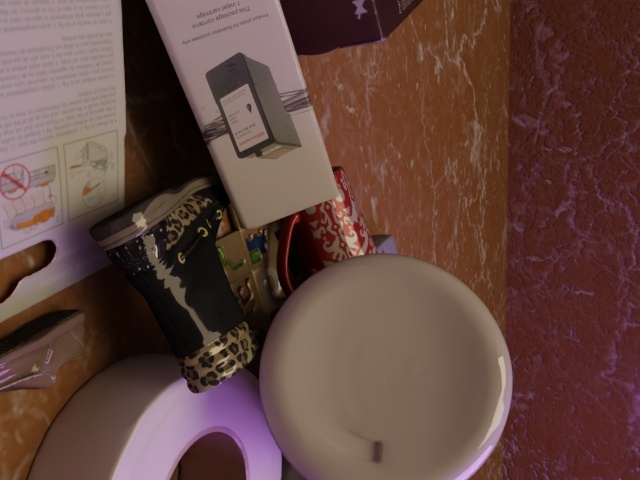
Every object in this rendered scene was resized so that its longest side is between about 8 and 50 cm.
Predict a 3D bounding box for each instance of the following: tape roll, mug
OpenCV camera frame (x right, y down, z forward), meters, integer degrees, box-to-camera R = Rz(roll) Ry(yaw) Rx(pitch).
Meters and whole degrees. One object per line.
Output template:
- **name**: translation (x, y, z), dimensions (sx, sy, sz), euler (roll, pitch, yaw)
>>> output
- **tape roll**: translation (-0.153, 0.261, 0.651), dimensions (0.286, 0.100, 0.286), euler (0, 90, -63)
- **mug**: translation (0.009, -0.003, 0.870), dimensions (0.150, 0.113, 0.169), euler (-43, 116, -58)

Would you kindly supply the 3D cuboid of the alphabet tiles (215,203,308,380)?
- **alphabet tiles**: translation (-0.032, 0.066, 0.909), dimensions (0.285, 0.011, 0.342), euler (-32, 111, -51)

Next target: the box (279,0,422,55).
- **box**: translation (0.052, -0.401, 0.938), dimensions (0.381, 0.191, 0.143), euler (-57, 138, -47)

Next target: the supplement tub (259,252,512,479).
- **supplement tub**: translation (0.062, 0.161, 0.722), dimensions (0.325, 0.236, 0.235), euler (85, 13, -74)

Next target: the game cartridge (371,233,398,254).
- **game cartridge**: translation (0.079, 0.128, 1.133), dimensions (0.294, 0.060, 0.196), euler (-56, 140, -46)

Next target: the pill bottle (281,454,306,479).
- **pill bottle**: translation (0.011, 0.481, 0.838), dimensions (0.204, 0.204, 0.360), euler (-9, 103, -61)

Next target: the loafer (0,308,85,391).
- **loafer**: translation (-0.246, 0.104, 0.523), dimensions (0.148, 0.056, 0.050), euler (-35, 114, -56)

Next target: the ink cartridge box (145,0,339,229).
- **ink cartridge box**: translation (-0.083, -0.180, 0.678), dimensions (0.198, 0.115, 0.272), euler (-108, 179, -59)

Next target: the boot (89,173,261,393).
- **boot**: translation (-0.120, 0.032, 0.641), dimensions (0.178, 0.085, 0.236), euler (63, 14, -7)

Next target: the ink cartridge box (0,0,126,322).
- **ink cartridge box**: translation (-0.281, -0.115, 0.468), dimensions (0.308, 0.091, 0.384), euler (-38, 140, -56)
